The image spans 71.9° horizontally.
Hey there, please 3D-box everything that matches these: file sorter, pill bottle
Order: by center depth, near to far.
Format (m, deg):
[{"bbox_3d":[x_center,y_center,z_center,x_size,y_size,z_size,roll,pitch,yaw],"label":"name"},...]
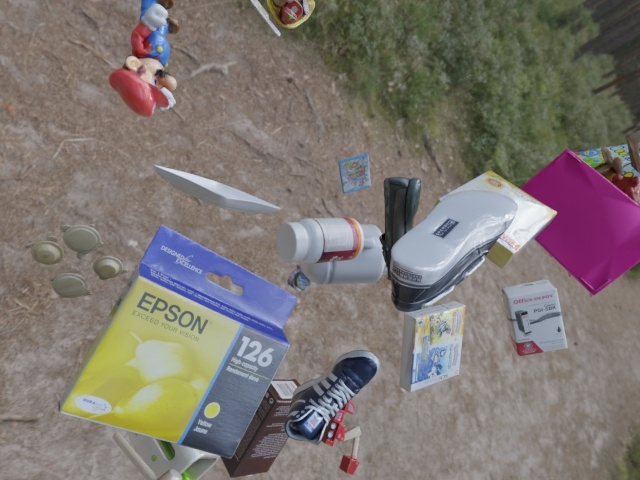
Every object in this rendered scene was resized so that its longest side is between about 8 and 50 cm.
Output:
[{"bbox_3d":[0.634,-0.031,1.085,0.291,0.202,0.182,54,14,28],"label":"file sorter"},{"bbox_3d":[0.000,0.000,1.183,0.221,0.121,0.121,-4,71,-37],"label":"pill bottle"}]

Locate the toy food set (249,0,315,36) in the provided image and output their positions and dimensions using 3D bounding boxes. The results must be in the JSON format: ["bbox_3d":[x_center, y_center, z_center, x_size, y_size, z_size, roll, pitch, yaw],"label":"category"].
[{"bbox_3d":[-0.080,-0.666,1.221,0.128,0.071,0.218,53,52,-23],"label":"toy food set"}]

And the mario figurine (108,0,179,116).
[{"bbox_3d":[-0.399,-0.454,1.108,0.198,0.170,0.321,31,60,-55],"label":"mario figurine"}]

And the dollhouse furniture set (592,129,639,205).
[{"bbox_3d":[0.888,-0.188,1.129,0.152,0.374,0.201,44,22,-37],"label":"dollhouse furniture set"}]

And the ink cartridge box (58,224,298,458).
[{"bbox_3d":[-0.208,0.180,0.748,0.303,0.072,0.308,32,81,-29],"label":"ink cartridge box"}]

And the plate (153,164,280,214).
[{"bbox_3d":[-0.295,-0.135,1.277,0.278,0.277,0.045,6,105,-63],"label":"plate"}]

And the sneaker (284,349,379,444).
[{"bbox_3d":[0.025,0.385,1.068,0.099,0.282,0.153,47,24,-8],"label":"sneaker"}]

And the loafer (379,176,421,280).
[{"bbox_3d":[0.178,-0.025,1.049,0.096,0.084,0.268,-45,144,-58],"label":"loafer"}]

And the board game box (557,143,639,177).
[{"bbox_3d":[1.012,-0.237,1.573,0.142,0.275,0.145,-73,150,-55],"label":"board game box"}]

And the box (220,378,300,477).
[{"bbox_3d":[-0.219,0.731,1.738,0.191,0.382,0.143,20,13,-45],"label":"box"}]

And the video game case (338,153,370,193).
[{"bbox_3d":[0.139,-0.265,1.769,0.166,0.119,0.015,77,-3,-49],"label":"video game case"}]

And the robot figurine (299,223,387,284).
[{"bbox_3d":[0.078,0.045,1.471,0.352,0.300,0.200,0,67,-14],"label":"robot figurine"}]

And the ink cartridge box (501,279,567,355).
[{"bbox_3d":[0.445,0.161,0.923,0.056,0.099,0.136,-53,128,-74],"label":"ink cartridge box"}]

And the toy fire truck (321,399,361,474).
[{"bbox_3d":[0.072,0.568,1.299,0.135,0.047,0.192,30,71,-19],"label":"toy fire truck"}]

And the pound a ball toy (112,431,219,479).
[{"bbox_3d":[-0.347,0.413,0.980,0.319,0.135,0.208,43,-11,29],"label":"pound a ball toy"}]

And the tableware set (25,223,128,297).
[{"bbox_3d":[-0.476,0.041,0.864,0.020,0.140,0.169,-114,-173,-52],"label":"tableware set"}]

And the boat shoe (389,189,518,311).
[{"bbox_3d":[0.211,0.012,0.696,0.301,0.108,0.102,-34,138,-38],"label":"boat shoe"}]

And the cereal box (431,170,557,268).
[{"bbox_3d":[0.355,-0.054,0.897,0.240,0.047,0.173,-27,59,-40],"label":"cereal box"}]

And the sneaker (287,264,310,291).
[{"bbox_3d":[-0.097,0.180,1.908,0.080,0.081,0.211,40,10,-10],"label":"sneaker"}]

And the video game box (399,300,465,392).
[{"bbox_3d":[0.294,0.275,1.155,0.186,0.048,0.205,-8,105,-34],"label":"video game box"}]
